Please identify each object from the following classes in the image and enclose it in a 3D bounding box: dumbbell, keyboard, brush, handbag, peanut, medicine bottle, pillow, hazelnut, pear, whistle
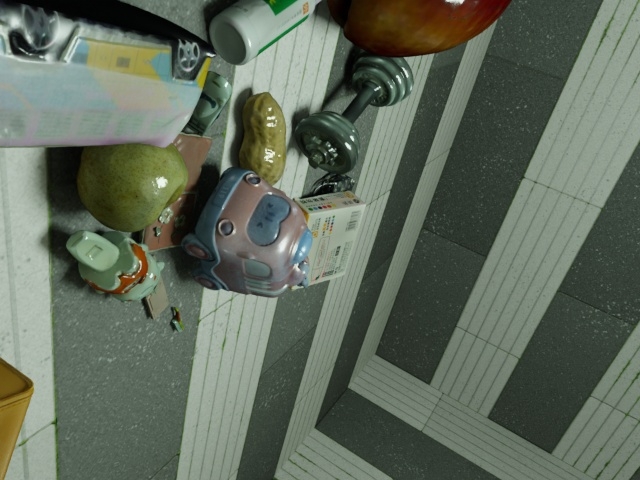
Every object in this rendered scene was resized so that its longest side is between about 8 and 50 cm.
[{"bbox_3d":[0.089,-0.333,1.405,0.406,0.179,0.179,-54,158,-24],"label":"dumbbell"},{"bbox_3d":[-0.341,0.097,1.120,0.055,0.017,0.166,-54,159,-36],"label":"keyboard"},{"bbox_3d":[-0.326,0.179,1.254,0.021,0.019,0.083,-38,151,-31],"label":"brush"},{"bbox_3d":[0.022,-0.148,1.654,0.139,0.072,0.115,-6,128,-49],"label":"handbag"},{"bbox_3d":[-0.122,-0.204,1.166,0.108,0.095,0.226,-49,155,-43],"label":"peanut"},{"bbox_3d":[-0.085,-0.413,1.000,0.260,0.095,0.095,-48,155,-34],"label":"medicine bottle"},{"bbox_3d":[-0.270,-0.090,1.023,0.126,0.043,0.232,-21,133,-62],"label":"pillow"},{"bbox_3d":[0.221,-0.565,1.156,0.429,0.402,0.402,-48,156,-51],"label":"hazelnut"},{"bbox_3d":[-0.282,-0.094,0.836,0.167,0.136,0.167,-52,-172,10],"label":"pear"},{"bbox_3d":[-0.340,0.043,0.937,0.253,0.106,0.101,67,36,-65],"label":"whistle"}]

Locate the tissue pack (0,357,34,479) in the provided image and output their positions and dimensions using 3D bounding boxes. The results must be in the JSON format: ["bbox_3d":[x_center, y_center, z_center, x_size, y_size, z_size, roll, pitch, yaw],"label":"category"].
[{"bbox_3d":[-0.499,0.271,0.687,0.145,0.194,0.274,-6,121,-67],"label":"tissue pack"}]

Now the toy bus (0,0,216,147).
[{"bbox_3d":[-0.297,-0.202,0.654,0.386,0.171,0.162,-23,142,-63],"label":"toy bus"}]

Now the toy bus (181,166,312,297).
[{"bbox_3d":[-0.129,0.004,1.144,0.294,0.232,0.197,97,15,-59],"label":"toy bus"}]

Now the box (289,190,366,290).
[{"bbox_3d":[0.000,0.000,1.634,0.221,0.091,0.274,-11,129,-37],"label":"box"}]

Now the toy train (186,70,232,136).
[{"bbox_3d":[-0.183,-0.215,0.887,0.051,0.052,0.234,-58,-164,-8],"label":"toy train"}]
